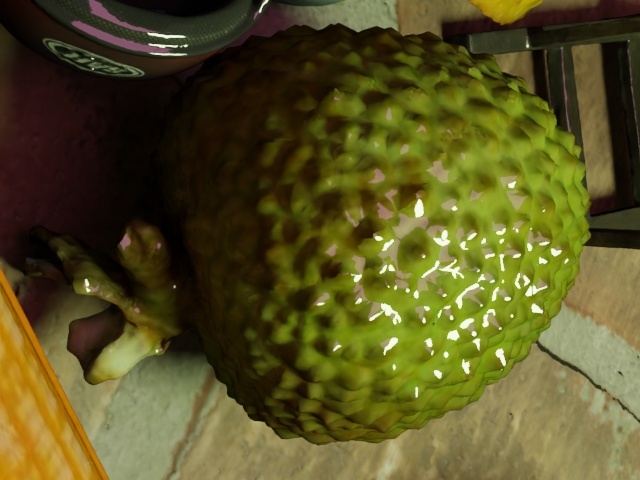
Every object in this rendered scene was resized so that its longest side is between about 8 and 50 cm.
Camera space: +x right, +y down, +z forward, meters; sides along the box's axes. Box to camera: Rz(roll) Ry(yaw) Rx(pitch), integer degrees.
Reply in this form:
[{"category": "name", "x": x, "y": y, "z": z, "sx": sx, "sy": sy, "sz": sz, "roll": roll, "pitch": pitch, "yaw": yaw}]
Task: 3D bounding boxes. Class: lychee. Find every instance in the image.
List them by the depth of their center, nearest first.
[{"category": "lychee", "x": 0.011, "y": -0.004, "z": 0.976, "sx": 0.320, "sy": 0.270, "sz": 0.270, "roll": -19, "pitch": 103, "yaw": -42}]

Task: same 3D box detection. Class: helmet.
[{"category": "helmet", "x": -0.109, "y": -0.195, "z": 0.910, "sx": 0.189, "sy": 0.193, "sz": 0.216, "roll": 17, "pitch": 66, "yaw": -25}]

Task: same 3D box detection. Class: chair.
[{"category": "chair", "x": 0.334, "y": -0.098, "z": 1.256, "sx": 0.416, "sy": 0.240, "sz": 0.203, "roll": -12, "pitch": 96, "yaw": -39}]

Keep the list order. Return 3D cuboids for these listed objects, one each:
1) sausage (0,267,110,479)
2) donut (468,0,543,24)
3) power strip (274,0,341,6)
[{"category": "sausage", "x": -0.228, "y": 0.135, "z": 0.794, "sx": 0.233, "sy": 0.233, "sz": 0.287, "roll": -36, "pitch": 112, "yaw": -34}, {"category": "donut", "x": 0.117, "y": -0.294, "z": 1.108, "sx": 0.277, "sy": 0.108, "sz": 0.278, "roll": 39, "pitch": 39, "yaw": -41}, {"category": "power strip", "x": -0.022, "y": -0.230, "z": 1.081, "sx": 0.216, "sy": 0.044, "sz": 0.137, "roll": 2, "pitch": 90, "yaw": -41}]
